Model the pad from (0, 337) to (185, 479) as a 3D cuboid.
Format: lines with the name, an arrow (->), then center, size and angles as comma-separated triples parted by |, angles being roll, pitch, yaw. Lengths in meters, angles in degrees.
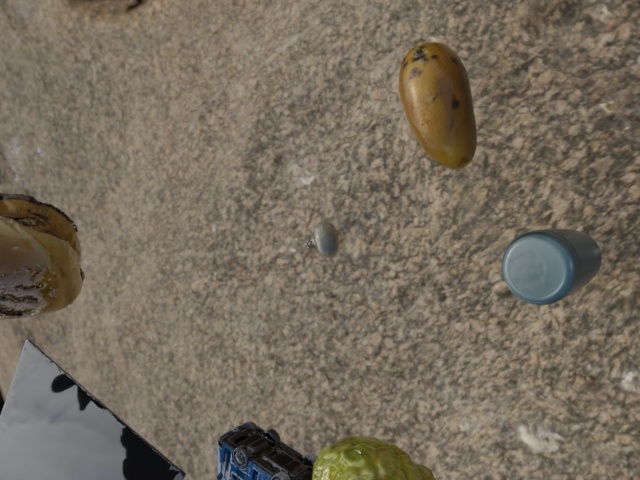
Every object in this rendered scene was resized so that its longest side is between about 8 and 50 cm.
pad -> -0.271, 0.255, 0.600 | 0.202, 0.005, 0.300 | 38, 123, 6

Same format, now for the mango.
mango -> 0.162, -0.176, 0.759 | 0.090, 0.115, 0.178 | -8, 109, 28

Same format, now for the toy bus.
toy bus -> -0.107, 0.491, 1.174 | 0.234, 0.116, 0.133 | 19, 109, 35

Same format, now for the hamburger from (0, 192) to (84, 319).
hamburger -> -0.602, 0.030, 1.023 | 0.284, 0.304, 0.174 | 107, 154, -53

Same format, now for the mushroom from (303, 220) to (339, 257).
mushroom -> 0.000, 0.000, 1.250 | 0.079, 0.085, 0.085 | -7, 98, 15

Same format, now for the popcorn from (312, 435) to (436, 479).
popcorn -> 0.098, 0.428, 0.898 | 0.251, 0.206, 0.237 | 0, 126, 21

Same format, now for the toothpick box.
toothpick box -> 0.400, 0.038, 0.955 | 0.120, 0.184, 0.120 | 6, 99, 43
